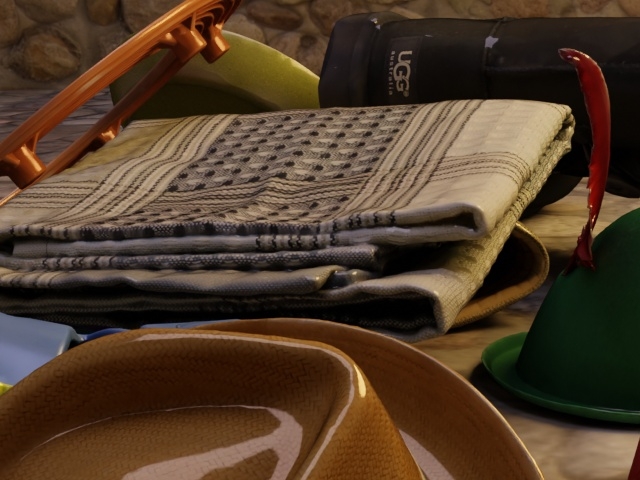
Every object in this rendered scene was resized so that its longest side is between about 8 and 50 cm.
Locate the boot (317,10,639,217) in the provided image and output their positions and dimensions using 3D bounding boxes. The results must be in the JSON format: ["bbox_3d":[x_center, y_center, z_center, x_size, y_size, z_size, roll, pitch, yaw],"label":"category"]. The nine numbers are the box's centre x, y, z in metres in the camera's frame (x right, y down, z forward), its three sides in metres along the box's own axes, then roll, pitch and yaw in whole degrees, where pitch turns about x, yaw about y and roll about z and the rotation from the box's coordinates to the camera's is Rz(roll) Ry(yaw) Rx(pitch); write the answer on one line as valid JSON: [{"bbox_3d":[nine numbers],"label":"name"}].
[{"bbox_3d":[0.280,-0.086,1.066,0.445,0.146,0.367,2,-1,34],"label":"boot"}]

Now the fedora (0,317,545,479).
[{"bbox_3d":[-0.036,0.078,0.364,0.194,0.079,0.194,-5,49,6],"label":"fedora"}]

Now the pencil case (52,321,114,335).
[{"bbox_3d":[-0.100,0.035,0.858,0.152,0.064,0.070,-6,30,-20],"label":"pencil case"}]

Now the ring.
[{"bbox_3d":[-0.177,-0.064,1.030,0.336,0.032,0.336,-40,4,3],"label":"ring"}]

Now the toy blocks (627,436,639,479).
[{"bbox_3d":[0.254,0.061,0.457,0.261,0.190,0.381,-15,11,-4],"label":"toy blocks"}]

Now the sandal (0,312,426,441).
[{"bbox_3d":[-0.097,0.077,0.527,0.317,0.126,0.138,8,9,9],"label":"sandal"}]

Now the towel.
[{"bbox_3d":[-0.035,-0.028,0.816,0.312,0.056,0.324,1,20,19],"label":"towel"}]

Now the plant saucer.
[{"bbox_3d":[-0.077,-0.089,1.248,0.241,0.241,0.037,4,57,30],"label":"plant saucer"}]

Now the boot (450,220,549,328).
[{"bbox_3d":[0.000,0.000,0.953,0.262,0.095,0.203,2,11,-10],"label":"boot"}]

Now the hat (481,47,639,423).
[{"bbox_3d":[0.171,-0.015,0.748,0.173,0.183,0.208,-4,11,-9],"label":"hat"}]
